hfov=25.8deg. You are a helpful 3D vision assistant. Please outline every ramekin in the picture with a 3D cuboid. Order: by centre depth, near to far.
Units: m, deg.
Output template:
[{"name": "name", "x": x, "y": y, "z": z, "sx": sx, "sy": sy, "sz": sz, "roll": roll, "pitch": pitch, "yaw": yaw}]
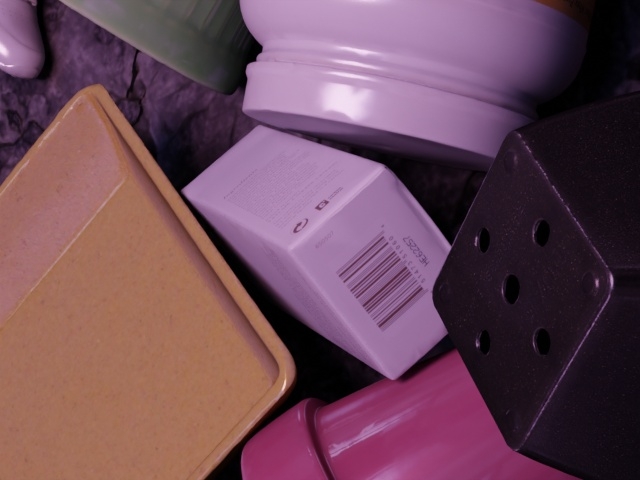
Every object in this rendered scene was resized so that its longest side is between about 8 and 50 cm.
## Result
[{"name": "ramekin", "x": -0.154, "y": -0.253, "z": 1.049, "sx": 0.303, "sy": 0.303, "sz": 0.148, "roll": 38, "pitch": 98, "yaw": 34}]

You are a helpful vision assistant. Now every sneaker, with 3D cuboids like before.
[{"name": "sneaker", "x": -0.304, "y": -0.248, "z": 1.289, "sx": 0.095, "sy": 0.090, "sz": 0.235, "roll": -38, "pitch": 63, "yaw": 15}]

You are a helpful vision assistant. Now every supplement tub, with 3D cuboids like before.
[{"name": "supplement tub", "x": 0.075, "y": -0.215, "z": 0.907, "sx": 0.228, "sy": 0.228, "sz": 0.316, "roll": 12, "pitch": 89, "yaw": 37}]

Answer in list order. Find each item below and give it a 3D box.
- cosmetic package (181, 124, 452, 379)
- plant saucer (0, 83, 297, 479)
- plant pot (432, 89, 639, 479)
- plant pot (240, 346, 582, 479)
[{"name": "cosmetic package", "x": 0.000, "y": 0.000, "z": 0.930, "sx": 0.085, "sy": 0.117, "sz": 0.231, "roll": -41, "pitch": 24, "yaw": -9}, {"name": "plant saucer", "x": -0.179, "y": 0.106, "z": 1.043, "sx": 0.333, "sy": 0.081, "sz": 0.333, "roll": -48, "pitch": 53, "yaw": 14}, {"name": "plant pot", "x": 0.174, "y": 0.028, "z": 0.770, "sx": 0.188, "sy": 0.167, "sz": 0.187, "roll": -66, "pitch": 33, "yaw": 35}, {"name": "plant pot", "x": 0.080, "y": 0.157, "z": 0.878, "sx": 0.180, "sy": 0.201, "sz": 0.201, "roll": -38, "pitch": 61, "yaw": 8}]
